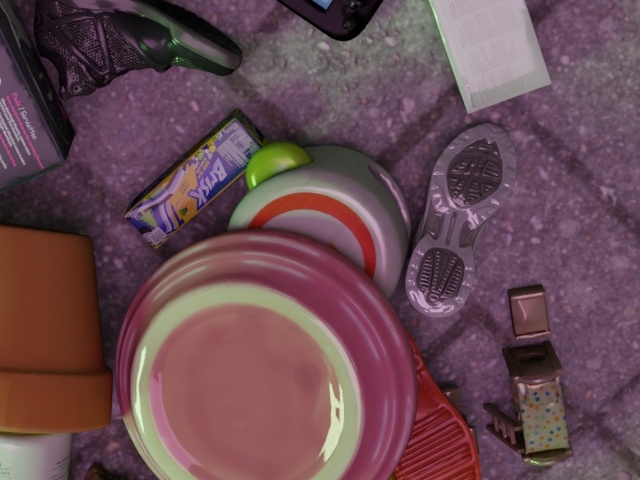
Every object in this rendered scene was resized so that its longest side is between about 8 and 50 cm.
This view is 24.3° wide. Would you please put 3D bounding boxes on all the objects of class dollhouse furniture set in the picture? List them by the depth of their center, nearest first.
[{"bbox_3d":[0.194,0.163,1.704,0.161,0.101,0.181,-10,107,2],"label":"dollhouse furniture set"}]

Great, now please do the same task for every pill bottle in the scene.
[{"bbox_3d":[-0.361,0.307,1.721,0.131,0.131,0.229,8,106,-4],"label":"pill bottle"}]

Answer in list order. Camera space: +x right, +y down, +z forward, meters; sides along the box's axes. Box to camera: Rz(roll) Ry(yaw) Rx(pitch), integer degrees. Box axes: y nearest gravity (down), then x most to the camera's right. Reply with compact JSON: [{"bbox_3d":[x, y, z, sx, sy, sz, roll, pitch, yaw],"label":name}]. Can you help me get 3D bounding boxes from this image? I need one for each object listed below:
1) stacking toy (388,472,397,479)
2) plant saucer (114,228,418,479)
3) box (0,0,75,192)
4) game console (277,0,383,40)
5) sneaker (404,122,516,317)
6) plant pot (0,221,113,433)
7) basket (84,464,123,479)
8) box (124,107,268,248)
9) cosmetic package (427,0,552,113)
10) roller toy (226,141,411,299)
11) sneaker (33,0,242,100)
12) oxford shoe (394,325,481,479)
[{"bbox_3d":[0.071,0.321,1.742,0.302,0.175,0.165,21,101,-21],"label":"stacking toy"},{"bbox_3d":[-0.067,0.156,1.551,0.332,0.084,0.332,3,103,15],"label":"plant saucer"},{"bbox_3d":[-0.371,-0.178,1.557,0.142,0.163,0.247,-22,106,2],"label":"box"},{"bbox_3d":[-0.079,-0.358,1.571,0.361,0.044,0.213,33,104,-11],"label":"game console"},{"bbox_3d":[0.144,-0.021,1.656,0.090,0.115,0.232,25,79,-2],"label":"sneaker"},{"bbox_3d":[-0.355,0.081,1.592,0.291,0.291,0.203,9,90,-4],"label":"plant pot"},{"bbox_3d":[-0.265,0.447,1.692,0.223,0.213,0.299,28,106,15],"label":"basket"},{"bbox_3d":[-0.137,-0.069,1.649,0.169,0.059,0.054,-40,103,10],"label":"box"},{"bbox_3d":[0.162,-0.266,1.595,0.099,0.060,0.239,-20,106,3],"label":"cosmetic package"},{"bbox_3d":[0.000,0.000,1.628,0.191,0.146,0.209,18,110,4],"label":"roller toy"},{"bbox_3d":[-0.202,-0.199,1.597,0.228,0.087,0.130,19,107,-3],"label":"sneaker"},{"bbox_3d":[0.110,0.202,1.697,0.097,0.098,0.271,-22,93,-1],"label":"oxford shoe"}]
